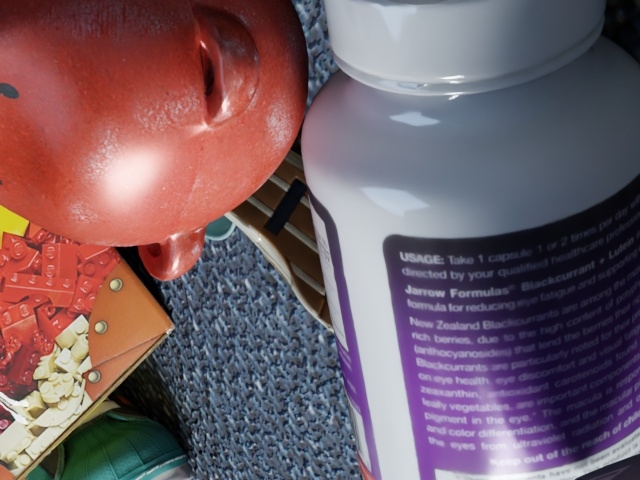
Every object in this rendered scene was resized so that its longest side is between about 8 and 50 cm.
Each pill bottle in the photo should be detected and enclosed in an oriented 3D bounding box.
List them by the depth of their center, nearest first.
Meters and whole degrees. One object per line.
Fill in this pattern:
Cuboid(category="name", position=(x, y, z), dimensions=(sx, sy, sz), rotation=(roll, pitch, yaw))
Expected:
Cuboid(category="pill bottle", position=(0.053, -0.003, 0.529), dimensions=(0.108, 0.108, 0.194), rotation=(35, 143, 49))

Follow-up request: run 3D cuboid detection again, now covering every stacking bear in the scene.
Cuboid(category="stacking bear", position=(-0.099, -0.124, 0.572), dimensions=(0.289, 0.164, 0.175), rotation=(63, 143, 29))

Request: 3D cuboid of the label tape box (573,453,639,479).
Cuboid(category="label tape box", position=(0.192, 0.135, 0.352), dimensions=(0.333, 0.106, 0.241), rotation=(-31, 85, 49))

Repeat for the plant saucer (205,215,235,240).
Cuboid(category="plant saucer", position=(-0.064, -0.059, 0.824), dimensions=(0.119, 0.021, 0.119), rotation=(45, 150, 35))

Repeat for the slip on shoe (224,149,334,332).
Cuboid(category="slip on shoe", position=(0.000, 0.000, 0.732), dimensions=(0.135, 0.051, 0.041), rotation=(39, -173, 31))

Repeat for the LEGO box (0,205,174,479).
Cuboid(category="LEGO box", position=(-0.368, -0.065, 1.094), dimensions=(0.500, 0.193, 0.372), rotation=(21, 151, 55))

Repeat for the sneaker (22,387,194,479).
Cuboid(category="sneaker", position=(-0.179, 0.127, 1.144), dimensions=(0.121, 0.108, 0.302), rotation=(63, 158, -8))
